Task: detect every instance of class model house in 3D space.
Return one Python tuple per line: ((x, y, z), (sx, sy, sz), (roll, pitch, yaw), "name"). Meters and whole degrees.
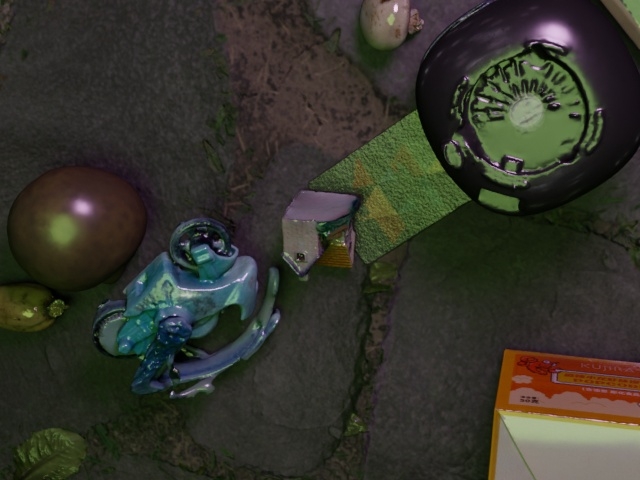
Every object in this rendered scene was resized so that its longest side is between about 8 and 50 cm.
((0.000, 0.000, 1.417), (0.088, 0.100, 0.100), (7, 114, 14), "model house")

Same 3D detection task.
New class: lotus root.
((-0.429, 0.098, 1.576), (0.152, 0.063, 0.072), (-1, 98, 18), "lotus root")

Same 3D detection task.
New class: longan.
((-0.321, -0.010, 1.470), (0.185, 0.159, 0.204), (-25, 139, 2), "longan")

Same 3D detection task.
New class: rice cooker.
((0.237, -0.159, 1.245), (0.267, 0.224, 0.267), (5, 110, 13), "rice cooker")

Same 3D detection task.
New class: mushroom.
((0.091, -0.273, 1.332), (0.079, 0.085, 0.085), (1, 112, -23), "mushroom")

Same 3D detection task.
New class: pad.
((0.104, -0.074, 1.423), (0.211, 0.003, 0.143), (-34, 97, 21), "pad")

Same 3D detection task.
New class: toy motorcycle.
((-0.175, 0.098, 1.480), (0.206, 0.154, 0.260), (37, 110, -26), "toy motorcycle")

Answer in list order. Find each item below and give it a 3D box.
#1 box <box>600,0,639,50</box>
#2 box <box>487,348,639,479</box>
((0.395, -0.350, 1.241), (0.211, 0.045, 0.270), (-37, 96, 22), "box")
((0.356, 0.299, 1.373), (0.284, 0.214, 0.259), (5, 106, 11), "box")
